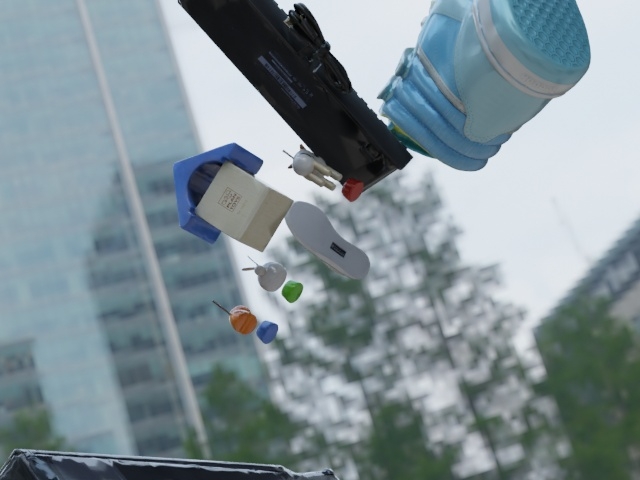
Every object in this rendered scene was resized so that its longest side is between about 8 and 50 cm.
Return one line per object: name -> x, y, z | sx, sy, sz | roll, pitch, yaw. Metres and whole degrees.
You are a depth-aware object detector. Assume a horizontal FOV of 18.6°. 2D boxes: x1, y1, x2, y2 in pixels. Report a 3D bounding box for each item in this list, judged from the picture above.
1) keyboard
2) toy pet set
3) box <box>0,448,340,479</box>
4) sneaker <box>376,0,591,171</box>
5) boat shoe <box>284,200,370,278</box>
keyboard -> -0.012, -0.110, 1.232 | 0.023, 0.180, 0.108 | -46, 7, -25
toy pet set -> -0.048, -0.011, 1.221 | 0.122, 0.065, 0.114 | -59, -27, 1
box -> -0.001, 0.232, 1.001 | 0.293, 0.295, 0.073 | 11, -60, -55
sneaker -> 0.122, -0.195, 1.716 | 0.127, 0.319, 0.208 | 25, -51, -22
boat shoe -> 0.000, 0.000, 1.722 | 0.100, 0.035, 0.035 | 38, -19, -28
